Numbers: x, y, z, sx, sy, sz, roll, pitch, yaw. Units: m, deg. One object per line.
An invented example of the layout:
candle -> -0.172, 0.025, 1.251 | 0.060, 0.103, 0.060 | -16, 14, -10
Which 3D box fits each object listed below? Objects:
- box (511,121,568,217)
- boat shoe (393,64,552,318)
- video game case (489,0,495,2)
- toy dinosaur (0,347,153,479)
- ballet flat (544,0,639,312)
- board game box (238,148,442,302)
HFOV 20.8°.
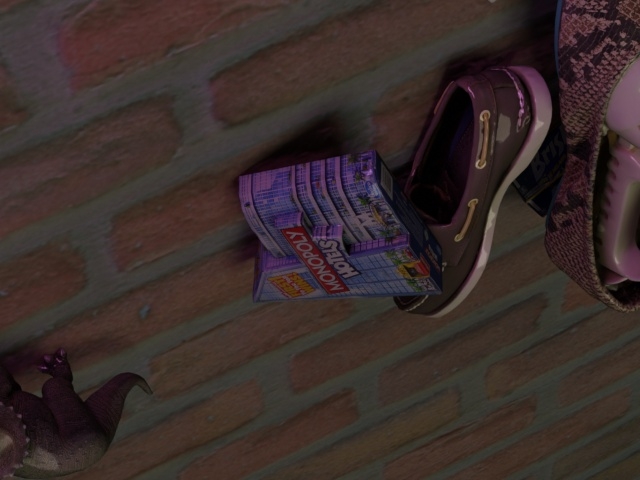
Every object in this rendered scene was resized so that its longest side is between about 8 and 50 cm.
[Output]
box -> 0.290, -0.103, 1.950 | 0.169, 0.054, 0.059 | -40, 149, 10
boat shoe -> 0.133, -0.045, 1.832 | 0.096, 0.116, 0.324 | -5, 136, -33
video game case -> 0.183, -0.299, 1.597 | 0.157, 0.019, 0.143 | -41, 149, 14
toy dinosaur -> -0.285, 0.181, 1.711 | 0.121, 0.160, 0.313 | -45, 147, 20
ballet flat -> 0.328, -0.097, 1.778 | 0.164, 0.182, 0.483 | -25, 144, -17
board game box -> 0.000, 0.000, 1.753 | 0.194, 0.060, 0.194 | -12, 145, 20
